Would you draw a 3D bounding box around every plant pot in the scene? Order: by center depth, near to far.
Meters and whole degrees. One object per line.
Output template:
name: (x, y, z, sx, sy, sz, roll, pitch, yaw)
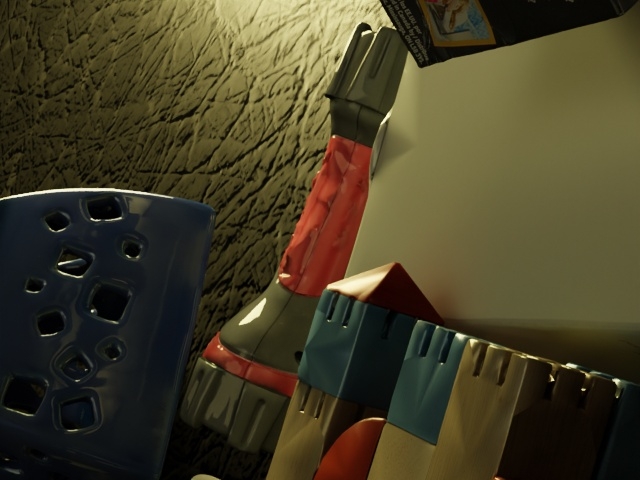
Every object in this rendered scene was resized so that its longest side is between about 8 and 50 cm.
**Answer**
plant pot: (-0.219, 0.095, 1.190, 0.236, 0.212, 0.236, 120, 162, -55)

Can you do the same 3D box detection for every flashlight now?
flashlight: (0.000, 0.000, 1.104, 0.103, 0.103, 0.304, 23, 91, 59)

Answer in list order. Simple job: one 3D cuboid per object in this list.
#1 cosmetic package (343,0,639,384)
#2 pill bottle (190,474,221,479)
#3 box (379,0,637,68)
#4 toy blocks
cosmetic package: (0.192, -0.033, 0.792, 0.385, 0.156, 0.217, 1, 71, 58)
pill bottle: (-0.104, 0.228, 1.152, 0.116, 0.065, 0.065, -55, 34, 19)
box: (0.123, -0.222, 0.753, 0.247, 0.163, 0.142, -44, 21, -32)
toy blocks: (0.071, 0.157, 0.694, 0.381, 0.190, 0.261, 17, 89, 63)
